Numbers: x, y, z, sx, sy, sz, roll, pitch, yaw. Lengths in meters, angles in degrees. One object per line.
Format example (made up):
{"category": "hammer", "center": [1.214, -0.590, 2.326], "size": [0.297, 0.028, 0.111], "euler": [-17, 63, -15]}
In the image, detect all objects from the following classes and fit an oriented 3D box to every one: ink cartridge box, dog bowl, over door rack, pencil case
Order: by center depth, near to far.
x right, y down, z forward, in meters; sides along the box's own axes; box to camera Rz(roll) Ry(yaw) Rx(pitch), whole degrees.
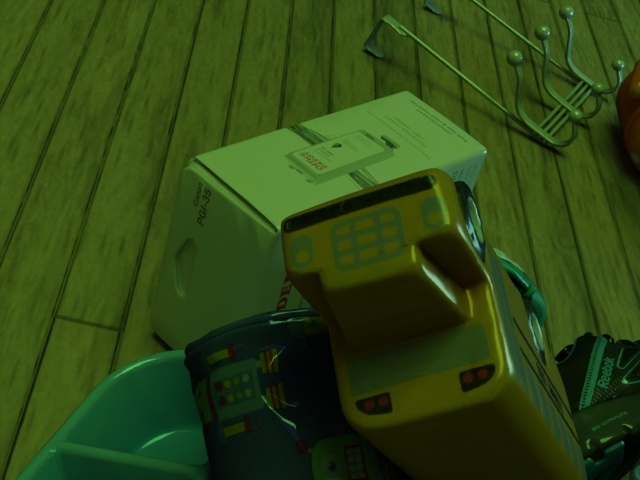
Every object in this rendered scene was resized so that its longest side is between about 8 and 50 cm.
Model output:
{"category": "pencil case", "center": [0.005, 0.195, 0.755], "size": [0.133, 0.119, 0.306], "euler": [-9, 76, -26]}
{"category": "dog bowl", "center": [-0.134, 0.183, 0.825], "size": [0.166, 0.074, 0.297], "euler": [5, 31, 22]}
{"category": "ink cartridge box", "center": [0.000, 0.000, 1.056], "size": [0.283, 0.207, 0.117], "euler": [-23, 52, -41]}
{"category": "over door rack", "center": [0.258, -0.276, 1.608], "size": [0.324, 0.108, 0.239], "euler": [31, 37, 14]}

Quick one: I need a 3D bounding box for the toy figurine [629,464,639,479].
{"category": "toy figurine", "center": [0.383, 0.207, 0.997], "size": [0.217, 0.191, 0.362], "euler": [16, 35, 3]}

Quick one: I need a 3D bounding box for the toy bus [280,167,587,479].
{"category": "toy bus", "center": [0.087, 0.085, 0.748], "size": [0.108, 0.332, 0.130], "euler": [-16, 59, 15]}

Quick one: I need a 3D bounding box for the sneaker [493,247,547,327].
{"category": "sneaker", "center": [0.151, 0.058, 1.067], "size": [0.110, 0.107, 0.275], "euler": [31, 3, 35]}

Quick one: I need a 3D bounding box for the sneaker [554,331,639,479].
{"category": "sneaker", "center": [0.312, 0.132, 1.101], "size": [0.341, 0.125, 0.139], "euler": [-12, 45, -36]}

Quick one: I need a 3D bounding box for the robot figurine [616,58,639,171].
{"category": "robot figurine", "center": [0.471, -0.164, 1.545], "size": [0.128, 0.158, 0.219], "euler": [1, 37, 4]}

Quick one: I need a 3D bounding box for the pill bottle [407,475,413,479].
{"category": "pill bottle", "center": [0.137, 0.184, 0.954], "size": [0.124, 0.124, 0.221], "euler": [-7, 43, -31]}
